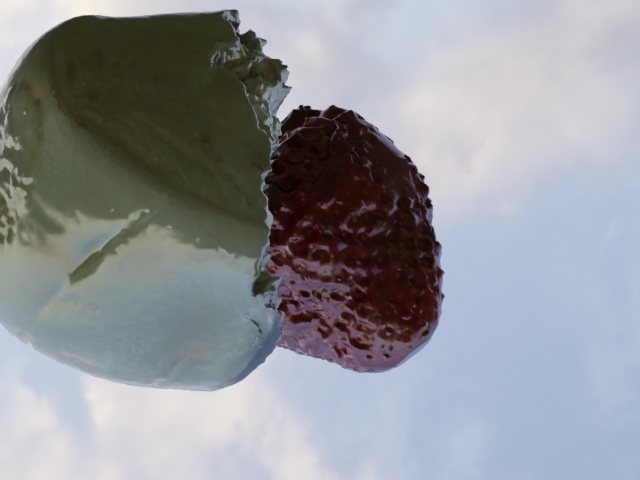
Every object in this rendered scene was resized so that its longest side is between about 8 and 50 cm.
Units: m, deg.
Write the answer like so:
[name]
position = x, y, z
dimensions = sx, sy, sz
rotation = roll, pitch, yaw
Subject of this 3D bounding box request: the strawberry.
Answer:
[strawberry]
position = -0.002, 0.003, 1.290
dimensions = 0.257, 0.261, 0.261
rotation = 37, -124, -16

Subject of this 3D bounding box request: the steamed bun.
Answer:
[steamed bun]
position = -0.139, -0.015, 0.998
dimensions = 0.273, 0.290, 0.272
rotation = -5, -135, -32
